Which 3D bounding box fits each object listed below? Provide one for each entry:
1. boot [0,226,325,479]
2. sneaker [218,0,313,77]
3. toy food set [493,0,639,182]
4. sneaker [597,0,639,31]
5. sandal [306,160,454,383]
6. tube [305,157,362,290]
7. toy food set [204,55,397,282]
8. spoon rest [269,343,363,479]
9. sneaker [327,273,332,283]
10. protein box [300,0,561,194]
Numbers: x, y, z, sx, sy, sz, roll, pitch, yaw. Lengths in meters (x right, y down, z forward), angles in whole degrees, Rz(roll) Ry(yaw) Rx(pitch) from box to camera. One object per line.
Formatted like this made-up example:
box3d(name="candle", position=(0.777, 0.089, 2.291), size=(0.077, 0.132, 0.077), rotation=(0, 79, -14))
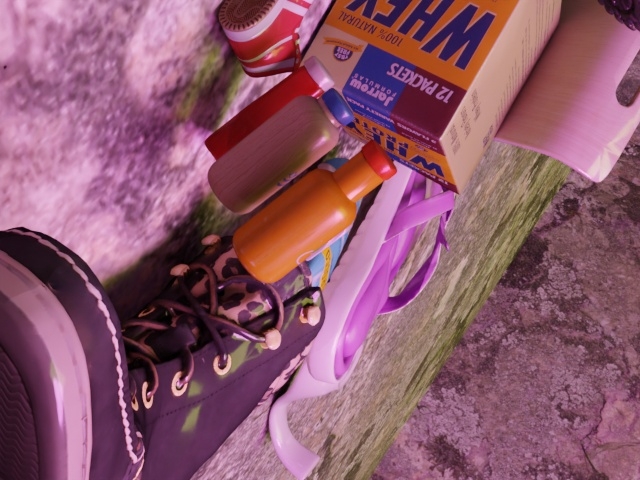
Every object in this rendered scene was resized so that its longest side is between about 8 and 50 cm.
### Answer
box3d(name="boot", position=(-0.112, 0.079, 0.496), size=(0.284, 0.138, 0.378), rotation=(-42, 159, -41))
box3d(name="sneaker", position=(-0.018, -0.162, 0.527), size=(0.118, 0.042, 0.067), rotation=(-46, 155, -15))
box3d(name="toy food set", position=(0.237, -0.190, 0.835), size=(0.092, 0.306, 0.220), rotation=(31, 90, -33))
box3d(name="sneaker", position=(0.242, -0.298, 0.643), size=(0.122, 0.283, 0.110), rotation=(-30, 153, 6))
box3d(name="sandal", position=(0.108, 0.014, 0.963), size=(0.416, 0.102, 0.169), rotation=(-59, 159, -32))
box3d(name="tube", position=(0.000, 0.000, 0.702), size=(0.207, 0.052, 0.080), rotation=(-71, 167, -49))
box3d(name="toy food set", position=(-0.003, -0.058, 0.546), size=(0.104, 0.111, 0.232), rotation=(-36, -179, 14))
box3d(name="spoon rest", position=(-0.012, 0.200, 1.048), size=(0.137, 0.084, 0.277), rotation=(-37, 149, -57))
box3d(name="sneaker", position=(0.015, 0.065, 0.985), size=(0.069, 0.038, 0.098), rotation=(-43, 165, -45))
box3d(name="protein box", position=(0.109, -0.177, 0.692), size=(0.201, 0.135, 0.200), rotation=(-60, 163, 0))
